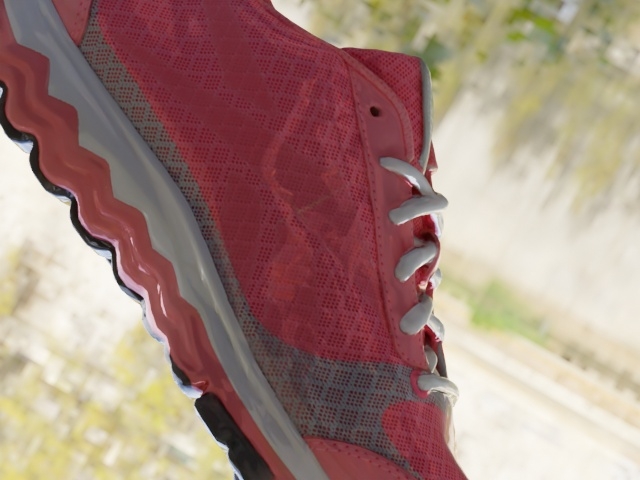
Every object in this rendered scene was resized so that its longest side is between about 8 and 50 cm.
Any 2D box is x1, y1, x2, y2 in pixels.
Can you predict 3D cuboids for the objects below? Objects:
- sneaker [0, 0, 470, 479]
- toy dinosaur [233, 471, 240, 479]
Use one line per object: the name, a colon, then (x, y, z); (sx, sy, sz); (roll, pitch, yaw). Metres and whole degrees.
sneaker: (0.000, 0.000, 0.685); (0.314, 0.136, 0.116); (54, 180, 13)
toy dinosaur: (-0.029, 0.103, 0.895); (0.047, 0.082, 0.090); (39, 169, 1)
